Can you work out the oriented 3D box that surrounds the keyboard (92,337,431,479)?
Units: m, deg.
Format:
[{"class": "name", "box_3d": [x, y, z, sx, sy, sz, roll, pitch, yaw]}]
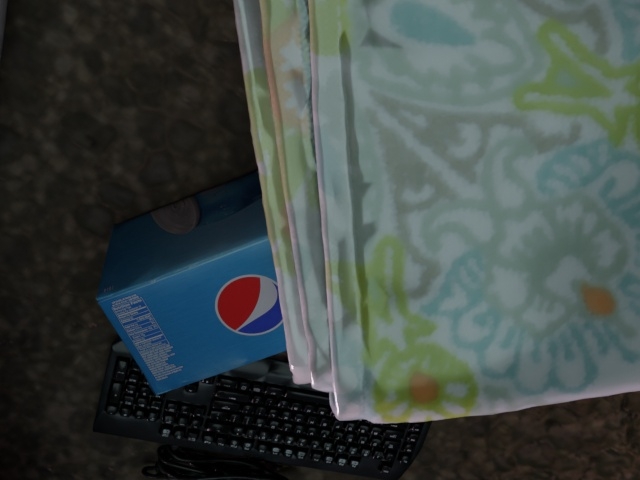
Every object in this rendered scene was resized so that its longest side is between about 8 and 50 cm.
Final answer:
[{"class": "keyboard", "box_3d": [-0.034, 0.115, 0.665, 0.192, 0.038, 0.100, 11, 122, -10]}]

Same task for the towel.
[{"class": "towel", "box_3d": [0.148, -0.102, 0.451, 0.375, 0.090, 0.320, -8, 110, -2]}]

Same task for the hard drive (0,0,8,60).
[{"class": "hard drive", "box_3d": [-0.261, -0.095, 0.507, 0.233, 0.047, 0.353, 11, 121, -11]}]

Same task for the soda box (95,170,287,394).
[{"class": "soda box", "box_3d": [0.000, 0.000, 0.569, 0.210, 0.071, 0.067, -19, 120, 9]}]
